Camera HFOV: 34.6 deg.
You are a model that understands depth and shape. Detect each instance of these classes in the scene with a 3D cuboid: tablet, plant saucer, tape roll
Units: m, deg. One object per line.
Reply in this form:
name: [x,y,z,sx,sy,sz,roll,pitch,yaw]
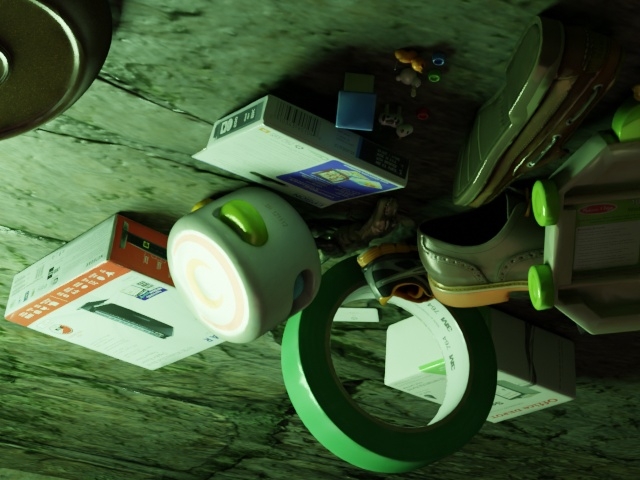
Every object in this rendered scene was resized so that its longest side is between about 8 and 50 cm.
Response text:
tablet: [0.058,0.129,1.772,0.083,0.006,0.054,1,152,8]
plant saucer: [-0.370,-0.195,1.073,0.311,0.050,0.310,-13,148,-8]
tape roll: [0.104,0.176,1.518,0.321,0.321,0.077,14,150,-16]

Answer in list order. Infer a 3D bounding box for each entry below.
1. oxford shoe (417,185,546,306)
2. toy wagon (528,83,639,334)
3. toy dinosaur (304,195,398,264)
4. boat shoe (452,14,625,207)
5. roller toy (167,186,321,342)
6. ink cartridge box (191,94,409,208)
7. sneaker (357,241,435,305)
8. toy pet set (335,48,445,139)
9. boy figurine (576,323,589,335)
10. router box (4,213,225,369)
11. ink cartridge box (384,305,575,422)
oxford shoe: [0.305,-0.009,1.354,0.364,0.130,0.132,-15,129,16]
toy wagon: [0.387,-0.043,1.225,0.267,0.068,0.344,-6,119,-3]
toy dinosaur: [0.000,0.000,1.487,0.118,0.064,0.268,15,154,-31]
boat shoe: [0.237,-0.121,1.161,0.105,0.110,0.307,11,152,-9]
roller toy: [-0.101,0.030,1.404,0.146,0.191,0.209,-30,-166,-37]
ink cartridge box: [-0.028,-0.105,1.287,0.206,0.045,0.208,21,163,-27]
sneaker: [0.156,0.052,1.505,0.215,0.083,0.084,-2,155,-23]
toy pet set: [0.077,-0.156,1.171,0.114,0.065,0.122,5,152,-1]
boy figurine: [0.509,0.079,1.472,0.285,0.092,0.177,-6,115,33]
router box: [-0.301,0.097,1.688,0.301,0.082,0.335,26,146,-34]
ink cartridge box: [0.278,0.212,1.776,0.273,0.114,0.198,23,147,-30]
